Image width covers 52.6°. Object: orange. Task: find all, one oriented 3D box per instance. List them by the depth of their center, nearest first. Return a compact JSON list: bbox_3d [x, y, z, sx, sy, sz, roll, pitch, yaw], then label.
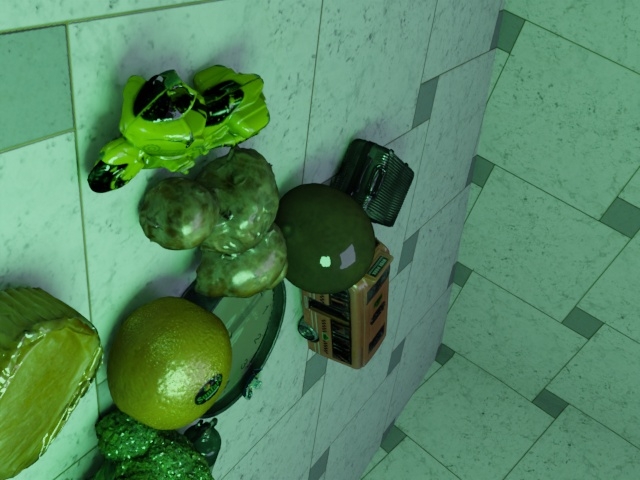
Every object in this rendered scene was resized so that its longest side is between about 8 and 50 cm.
[{"bbox_3d":[-0.269,0.219,1.168,0.236,0.236,0.236,-46,148,-39],"label":"orange"}]

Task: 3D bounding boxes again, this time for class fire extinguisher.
[{"bbox_3d":[-0.280,0.486,1.463,0.118,0.093,0.294,-42,158,-52],"label":"fire extinguisher"}]

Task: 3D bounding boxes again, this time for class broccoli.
[{"bbox_3d":[-0.334,0.517,1.216,0.321,0.310,0.413,15,64,-56],"label":"broccoli"}]

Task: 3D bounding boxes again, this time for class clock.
[{"bbox_3d":[-0.209,0.217,1.457,0.386,0.077,0.386,-46,149,-39],"label":"clock"}]

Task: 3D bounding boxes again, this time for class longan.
[{"bbox_3d":[0.000,0.000,1.495,0.258,0.258,0.258,-46,148,-39],"label":"longan"}]

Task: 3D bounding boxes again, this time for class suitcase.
[{"bbox_3d":[0.151,-0.153,1.816,0.312,0.128,0.202,19,94,-66],"label":"suitcase"}]

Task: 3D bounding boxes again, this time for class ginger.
[{"bbox_3d":[-0.167,-0.011,1.220,0.256,0.176,0.375,-48,144,-18],"label":"ginger"}]

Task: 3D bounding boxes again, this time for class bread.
[{"bbox_3d":[-0.432,0.193,0.901,0.253,0.143,0.227,-61,154,-21],"label":"bread"}]

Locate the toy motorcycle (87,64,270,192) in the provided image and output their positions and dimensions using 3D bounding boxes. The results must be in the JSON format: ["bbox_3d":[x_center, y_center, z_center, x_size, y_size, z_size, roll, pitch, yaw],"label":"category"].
[{"bbox_3d":[-0.213,-0.192,1.021,0.206,0.142,0.342,-37,180,41],"label":"toy motorcycle"}]

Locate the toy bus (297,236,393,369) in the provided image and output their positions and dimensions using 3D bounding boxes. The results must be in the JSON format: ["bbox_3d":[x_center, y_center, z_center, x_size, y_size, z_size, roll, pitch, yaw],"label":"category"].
[{"bbox_3d":[0.070,0.157,1.795,0.203,0.233,0.426,-49,151,-34],"label":"toy bus"}]

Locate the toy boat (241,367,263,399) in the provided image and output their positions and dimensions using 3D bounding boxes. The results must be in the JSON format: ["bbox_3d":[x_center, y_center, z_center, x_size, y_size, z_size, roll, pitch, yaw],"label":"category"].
[{"bbox_3d":[-0.158,0.341,1.538,0.083,0.038,0.038,-66,156,0],"label":"toy boat"}]
